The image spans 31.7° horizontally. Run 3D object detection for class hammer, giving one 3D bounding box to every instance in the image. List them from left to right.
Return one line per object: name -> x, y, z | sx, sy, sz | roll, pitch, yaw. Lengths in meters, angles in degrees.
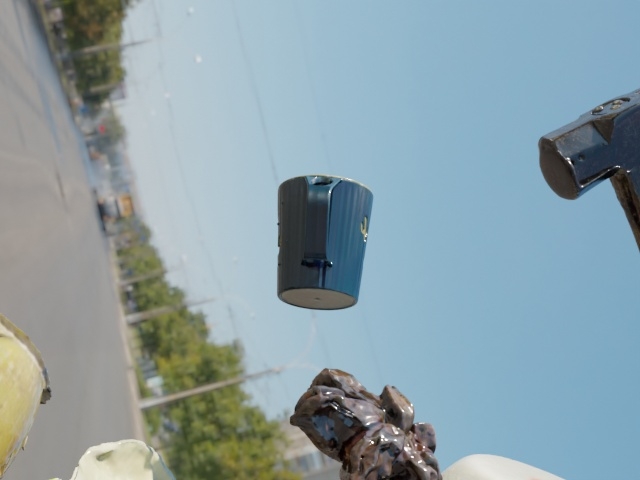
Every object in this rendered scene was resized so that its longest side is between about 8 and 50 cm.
hammer -> 0.488, -0.024, 1.691 | 0.095, 0.242, 0.409 | 27, -35, 62

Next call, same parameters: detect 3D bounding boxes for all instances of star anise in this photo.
star anise -> 0.059, 0.216, 1.314 | 0.099, 0.214, 0.220 | -55, -142, 10

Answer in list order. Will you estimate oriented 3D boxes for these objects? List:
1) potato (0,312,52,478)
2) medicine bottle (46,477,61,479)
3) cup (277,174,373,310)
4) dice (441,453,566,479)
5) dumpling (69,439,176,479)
potato -> -0.582, 0.241, 1.348 | 0.385, 0.442, 0.319 | 52, 42, -35
medicine bottle -> -0.545, 0.499, 1.897 | 0.137, 0.250, 0.141 | -9, 81, -56
cup -> 0.000, 0.000, 1.490 | 0.176, 0.131, 0.155 | 73, 20, -72
dice -> 0.264, 0.471, 1.480 | 0.276, 0.304, 0.304 | 24, -87, 35
dumpling -> -0.256, 0.406, 1.324 | 0.395, 0.233, 0.316 | -77, 154, -46
